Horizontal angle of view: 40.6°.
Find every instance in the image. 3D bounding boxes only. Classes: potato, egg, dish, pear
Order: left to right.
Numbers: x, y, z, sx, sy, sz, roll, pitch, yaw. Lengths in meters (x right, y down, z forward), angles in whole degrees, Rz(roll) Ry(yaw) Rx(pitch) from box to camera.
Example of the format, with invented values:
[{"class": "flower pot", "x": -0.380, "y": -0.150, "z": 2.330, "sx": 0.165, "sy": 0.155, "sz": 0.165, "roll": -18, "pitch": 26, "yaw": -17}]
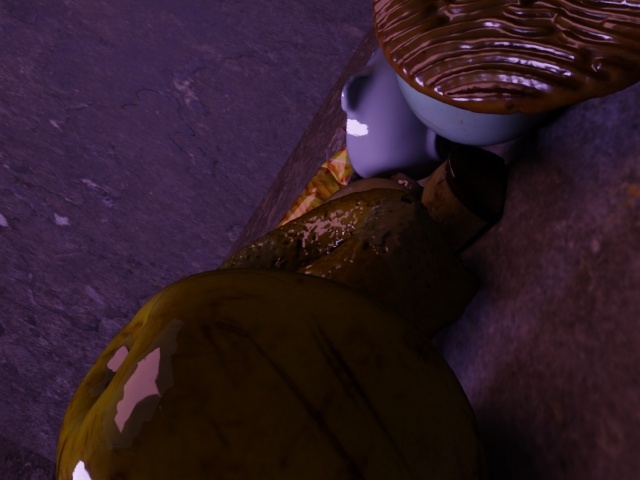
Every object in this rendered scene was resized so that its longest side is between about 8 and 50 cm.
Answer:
[{"class": "pear", "x": -0.033, "y": 0.152, "z": 0.548, "sx": 0.283, "sy": 0.284, "sz": 0.283, "roll": -56, "pitch": 11, "yaw": 16}, {"class": "dish", "x": 0.129, "y": -0.159, "z": 0.999, "sx": 0.236, "sy": 0.086, "sz": 0.227, "roll": -30, "pitch": -44, "yaw": -40}, {"class": "potato", "x": 0.130, "y": -0.038, "z": 0.865, "sx": 0.103, "sy": 0.066, "sz": 0.096, "roll": -54, "pitch": 8, "yaw": 41}, {"class": "egg", "x": 0.156, "y": -0.177, "z": 0.837, "sx": 0.168, "sy": 0.168, "sz": 0.231, "roll": -55, "pitch": 10, "yaw": 22}]

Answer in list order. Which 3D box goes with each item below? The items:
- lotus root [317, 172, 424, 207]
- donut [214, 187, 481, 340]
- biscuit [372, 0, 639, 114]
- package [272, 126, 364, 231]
[{"class": "lotus root", "x": 0.013, "y": 0.041, "z": 1.009, "sx": 0.303, "sy": 0.131, "sz": 0.146, "roll": -56, "pitch": 10, "yaw": 21}, {"class": "donut", "x": -0.002, "y": 0.042, "z": 0.788, "sx": 0.272, "sy": 0.107, "sz": 0.272, "roll": -23, "pitch": 13, "yaw": 6}, {"class": "biscuit", "x": 0.186, "y": -0.235, "z": 0.702, "sx": 0.318, "sy": 0.040, "sz": 0.317, "roll": -17, "pitch": 52, "yaw": 23}, {"class": "package", "x": 0.001, "y": 0.001, "z": 1.198, "sx": 0.288, "sy": 0.108, "sz": 0.223, "roll": -53, "pitch": -13, "yaw": -7}]
